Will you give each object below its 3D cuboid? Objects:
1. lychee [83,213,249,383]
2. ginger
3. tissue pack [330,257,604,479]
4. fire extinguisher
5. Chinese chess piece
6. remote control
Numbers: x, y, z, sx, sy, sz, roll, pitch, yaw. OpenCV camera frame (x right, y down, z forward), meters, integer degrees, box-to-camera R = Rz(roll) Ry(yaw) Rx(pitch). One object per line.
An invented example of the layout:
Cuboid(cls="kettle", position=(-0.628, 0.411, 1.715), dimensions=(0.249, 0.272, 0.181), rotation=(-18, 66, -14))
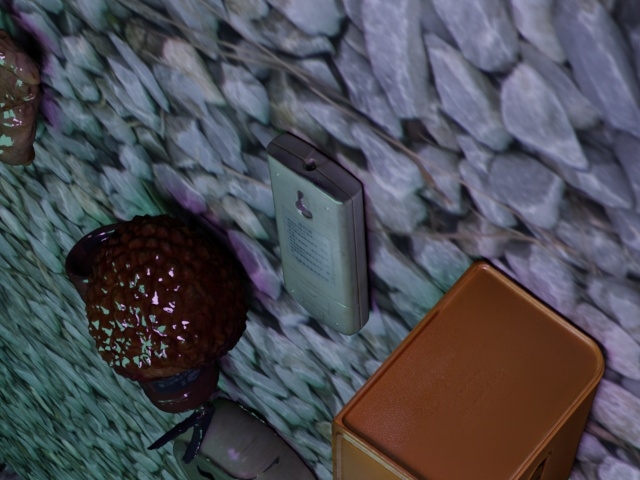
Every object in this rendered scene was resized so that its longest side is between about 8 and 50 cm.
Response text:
Cuboid(cls="lychee", position=(-0.172, 0.061, 1.633), dimensions=(0.188, 0.188, 0.188), rotation=(38, 157, 19))
Cuboid(cls="ginger", position=(-0.360, -0.159, 1.697), dimensions=(0.122, 0.084, 0.290), rotation=(37, 158, 5))
Cuboid(cls="tissue pack", position=(0.120, 0.182, 1.275), dimensions=(0.145, 0.194, 0.274), rotation=(37, 157, 21))
Cuboid(cls="fire extinguisher", position=(-0.211, 0.145, 1.887), dimensions=(0.102, 0.138, 0.344), rotation=(26, 150, 47))
Cuboid(cls="Chinese chess piece", position=(-0.101, 0.318, 2.055), dimensions=(0.237, 0.092, 0.238), rotation=(39, 157, 20))
Cuboid(cls="remote control", position=(0.000, 0.000, 1.386), dimensions=(0.098, 0.038, 0.233), rotation=(35, 155, 25))
